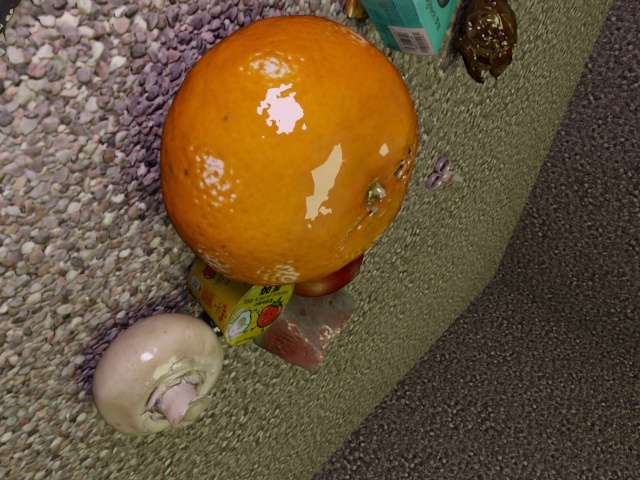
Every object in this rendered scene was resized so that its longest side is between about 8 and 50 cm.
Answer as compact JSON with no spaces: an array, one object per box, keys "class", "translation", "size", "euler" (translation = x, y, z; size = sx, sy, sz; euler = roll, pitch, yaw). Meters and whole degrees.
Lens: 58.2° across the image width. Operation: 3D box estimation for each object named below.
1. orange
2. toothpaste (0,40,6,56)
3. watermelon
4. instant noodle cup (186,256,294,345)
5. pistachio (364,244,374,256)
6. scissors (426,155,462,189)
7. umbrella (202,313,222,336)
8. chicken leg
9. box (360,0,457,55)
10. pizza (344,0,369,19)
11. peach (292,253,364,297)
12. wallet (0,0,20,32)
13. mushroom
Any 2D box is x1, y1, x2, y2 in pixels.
[{"class":"orange","translation":[-0.038,-0.123,0.891],"size":[0.424,0.326,0.423],"euler":[-43,151,-31]},{"class":"toothpaste","translation":[-0.411,-0.186,0.483],"size":[0.069,0.047,0.268],"euler":[-56,156,16]},{"class":"watermelon","translation":[-0.036,0.208,1.430],"size":[0.318,0.226,0.148],"euler":[4,144,-49]},{"class":"instant noodle cup","translation":[-0.164,0.093,1.126],"size":[0.182,0.144,0.182],"euler":[-41,153,-26]},{"class":"pistachio","translation":[0.069,-0.052,1.387],"size":[0.137,0.153,0.237],"euler":[73,24,-70]},{"class":"scissors","translation":[0.431,-0.217,1.952],"size":[0.242,0.031,0.118],"euler":[2,119,-59]},{"class":"umbrella","translation":[-0.217,0.174,1.236],"size":[0.248,0.071,0.070],"euler":[-40,150,-23]},{"class":"chicken leg","translation":[0.459,-0.510,1.537],"size":[0.211,0.140,0.361],"euler":[-64,151,-5]},{"class":"box","translation":[0.190,-0.517,1.017],"size":[0.311,0.118,0.205],"euler":[-68,157,-3]},{"class":"pizza","translation":[0.098,-0.471,1.062],"size":[0.160,0.036,0.099],"euler":[-58,155,2]},{"class":"peach","translation":[0.000,0.000,1.215],"size":[0.244,0.199,0.243],"euler":[-2,95,-26]},{"class":"wallet","translation":[-0.306,-0.311,0.546],"size":[0.244,0.025,0.124],"euler":[-54,153,1]},{"class":"mushroom","translation":[-0.283,0.252,1.044],"size":[0.246,0.202,0.246],"euler":[-27,136,-29]}]
